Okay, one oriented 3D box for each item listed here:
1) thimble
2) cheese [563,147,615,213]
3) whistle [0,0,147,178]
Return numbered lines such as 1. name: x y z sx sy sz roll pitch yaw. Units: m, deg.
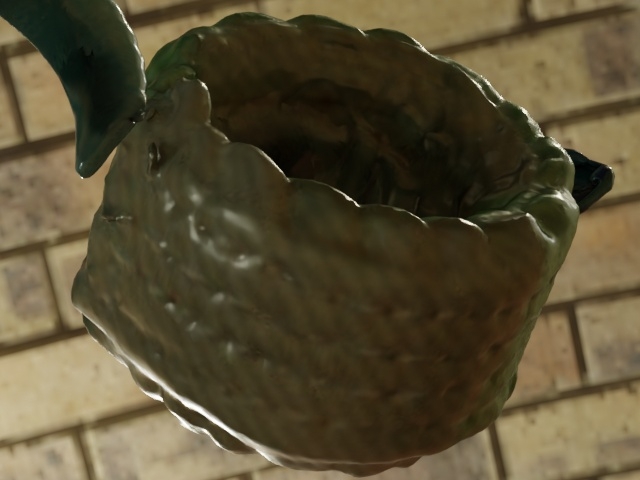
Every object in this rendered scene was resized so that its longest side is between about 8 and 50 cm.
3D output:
1. thimble: 0.000 0.000 0.872 0.219 0.150 0.219 15 -149 -9
2. cheese: 0.073 0.029 1.332 0.329 0.129 0.217 -39 -140 -27
3. whistle: -0.149 -0.104 0.635 0.186 0.274 0.093 23 134 -30
